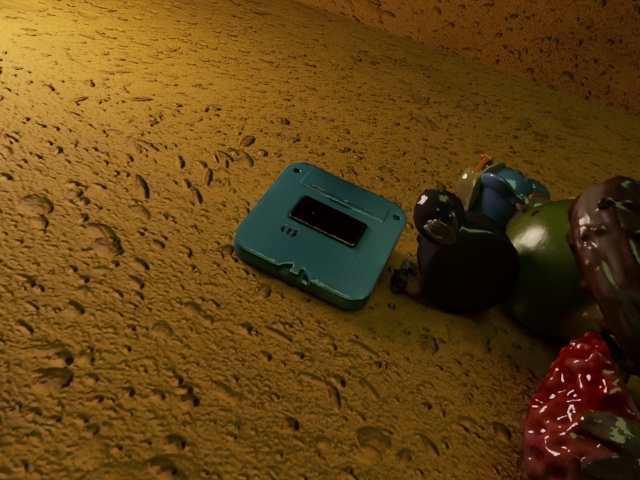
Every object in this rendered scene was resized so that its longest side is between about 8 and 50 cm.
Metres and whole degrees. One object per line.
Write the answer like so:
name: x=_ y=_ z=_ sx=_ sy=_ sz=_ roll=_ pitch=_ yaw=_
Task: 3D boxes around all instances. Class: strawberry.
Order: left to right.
strawberry: x=0.321 y=0.248 z=0.743 sx=0.265 sy=0.149 sz=0.336 roll=60 pitch=17 yaw=4

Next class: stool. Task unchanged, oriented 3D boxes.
stool: x=0.231 y=0.005 z=1.032 sx=0.153 sy=0.228 sz=0.139 roll=-9 pitch=31 yaw=5

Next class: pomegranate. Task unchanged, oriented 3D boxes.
pomegranate: x=0.460 y=0.065 z=1.059 sx=0.309 sy=0.216 sz=0.358 roll=22 pitch=31 yaw=-5

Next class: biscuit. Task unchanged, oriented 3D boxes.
biscuit: x=0.458 y=0.095 z=0.831 sx=0.366 sy=0.115 sz=0.268 roll=43 pitch=37 yaw=-13

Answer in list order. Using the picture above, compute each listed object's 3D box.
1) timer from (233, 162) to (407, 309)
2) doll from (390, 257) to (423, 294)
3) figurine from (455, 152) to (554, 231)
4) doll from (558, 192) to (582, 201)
timer: x=0.000 y=0.000 z=1.050 sx=0.232 sy=0.091 sz=0.250 roll=27 pitch=42 yaw=8
doll: x=0.141 y=0.056 z=1.053 sx=0.058 sy=0.040 sz=0.085 roll=24 pitch=32 yaw=-21
figurine: x=0.399 y=-0.063 z=1.325 sx=0.262 sy=0.154 sz=0.180 roll=39 pitch=22 yaw=-2
doll: x=0.660 y=-0.053 z=1.506 sx=0.207 sy=0.081 sz=0.129 roll=21 pitch=42 yaw=7
